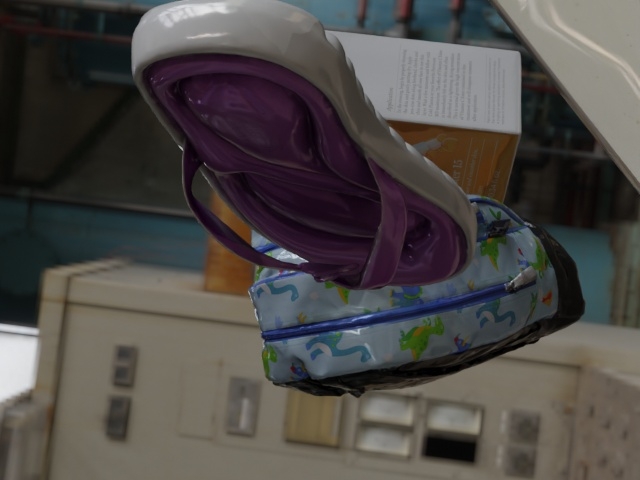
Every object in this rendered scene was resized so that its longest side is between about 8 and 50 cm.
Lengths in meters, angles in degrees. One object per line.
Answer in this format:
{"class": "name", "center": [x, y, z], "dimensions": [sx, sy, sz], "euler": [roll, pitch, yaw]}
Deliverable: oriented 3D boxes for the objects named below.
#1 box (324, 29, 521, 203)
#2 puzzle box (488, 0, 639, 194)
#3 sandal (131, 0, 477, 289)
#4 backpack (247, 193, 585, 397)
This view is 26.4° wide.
{"class": "box", "center": [0.084, -0.144, 1.850], "dimensions": [0.215, 0.345, 0.168], "euler": [95, -178, -48]}
{"class": "puzzle box", "center": [0.323, -0.231, 1.273], "dimensions": [0.409, 0.272, 0.052], "euler": [57, -177, 19]}
{"class": "sandal", "center": [-0.014, -0.023, 0.904], "dimensions": [0.416, 0.169, 0.102], "euler": [43, -129, -58]}
{"class": "backpack", "center": [0.077, 0.057, 1.493], "dimensions": [0.355, 0.290, 0.273], "euler": [-31, -70, -45]}
